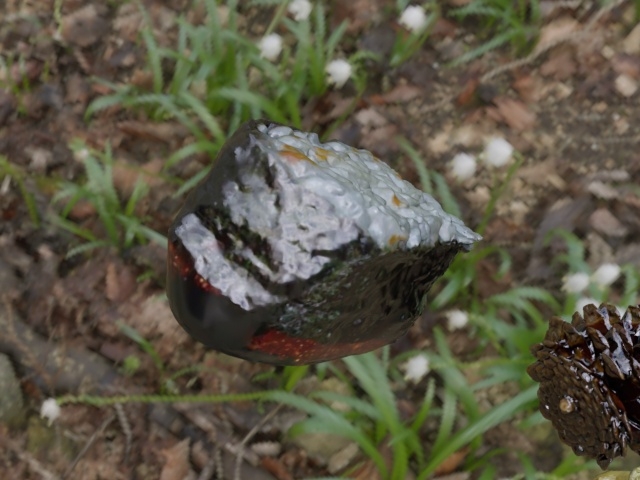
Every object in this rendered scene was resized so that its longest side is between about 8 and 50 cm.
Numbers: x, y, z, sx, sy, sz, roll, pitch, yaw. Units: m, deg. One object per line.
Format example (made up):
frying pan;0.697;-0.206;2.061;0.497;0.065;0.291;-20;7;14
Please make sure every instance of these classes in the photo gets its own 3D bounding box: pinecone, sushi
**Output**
pinecone;0.238;0.111;1.014;0.121;0.140;0.140;-26;70;-15
sushi;0.000;0.000;0.819;0.136;0.126;0.225;40;20;23

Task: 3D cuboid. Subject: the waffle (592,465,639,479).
waffle;0.123;0.168;0.434;0.046;0.160;0.192;8;76;-8
